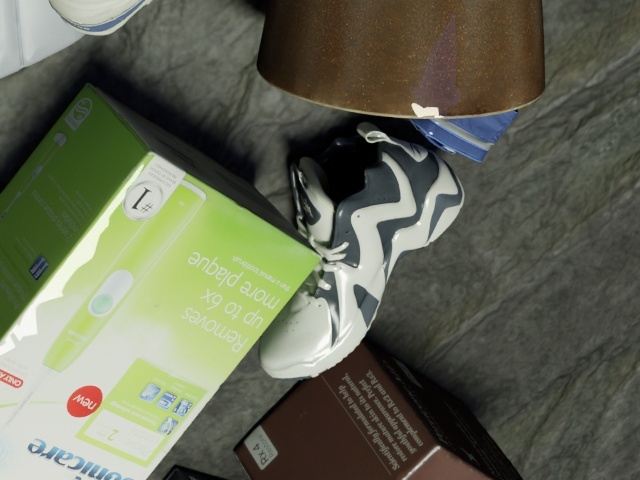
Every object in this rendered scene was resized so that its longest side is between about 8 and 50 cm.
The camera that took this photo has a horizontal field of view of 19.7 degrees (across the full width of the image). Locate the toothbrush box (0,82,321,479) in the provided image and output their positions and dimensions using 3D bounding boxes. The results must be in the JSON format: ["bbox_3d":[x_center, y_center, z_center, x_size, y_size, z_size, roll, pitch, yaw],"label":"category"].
[{"bbox_3d":[-0.173,0.054,1.431,0.283,0.122,0.206,-50,134,7],"label":"toothbrush box"}]

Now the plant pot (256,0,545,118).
[{"bbox_3d":[0.066,-0.230,1.327,0.215,0.215,0.230,-8,114,-27],"label":"plant pot"}]

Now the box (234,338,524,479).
[{"bbox_3d":[0.066,0.226,1.706,0.167,0.168,0.203,-45,136,9],"label":"box"}]

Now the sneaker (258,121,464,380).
[{"bbox_3d":[0.000,0.000,1.533,0.235,0.094,0.153,-45,134,8],"label":"sneaker"}]

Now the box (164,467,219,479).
[{"bbox_3d":[-0.069,0.324,1.673,0.153,0.207,0.108,23,111,-43],"label":"box"}]

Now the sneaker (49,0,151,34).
[{"bbox_3d":[-0.092,-0.266,1.243,0.296,0.112,0.131,-49,175,-17],"label":"sneaker"}]

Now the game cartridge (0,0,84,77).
[{"bbox_3d":[-0.294,-0.178,1.228,0.294,0.060,0.196,-17,136,-20],"label":"game cartridge"}]

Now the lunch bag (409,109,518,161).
[{"bbox_3d":[0.112,-0.108,1.532,0.098,0.067,0.065,24,110,-44],"label":"lunch bag"}]
